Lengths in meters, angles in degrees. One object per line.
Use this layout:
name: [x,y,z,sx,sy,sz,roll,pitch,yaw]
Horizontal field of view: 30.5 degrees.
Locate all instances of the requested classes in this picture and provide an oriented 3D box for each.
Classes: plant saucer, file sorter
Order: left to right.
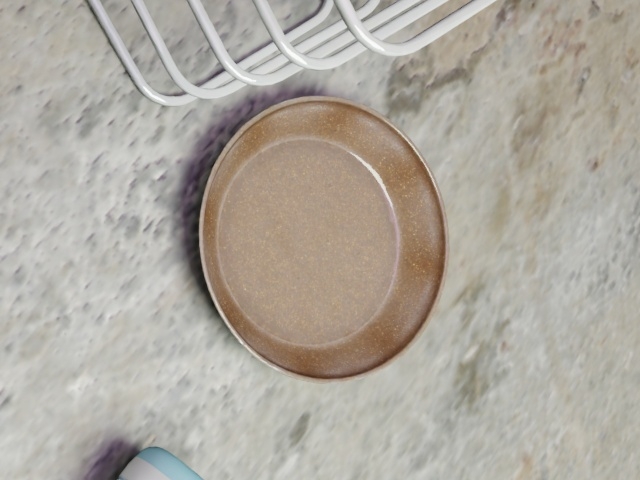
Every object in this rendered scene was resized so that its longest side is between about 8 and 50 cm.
file sorter: [-0.017,-0.196,0.691,0.193,0.278,0.173,-35,107,-27]
plant saucer: [0.000,0.000,0.819,0.198,0.036,0.198,3,84,-29]

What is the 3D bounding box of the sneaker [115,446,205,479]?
sneaker: [-0.060,0.278,0.640,0.208,0.319,0.127,-44,140,-17]
